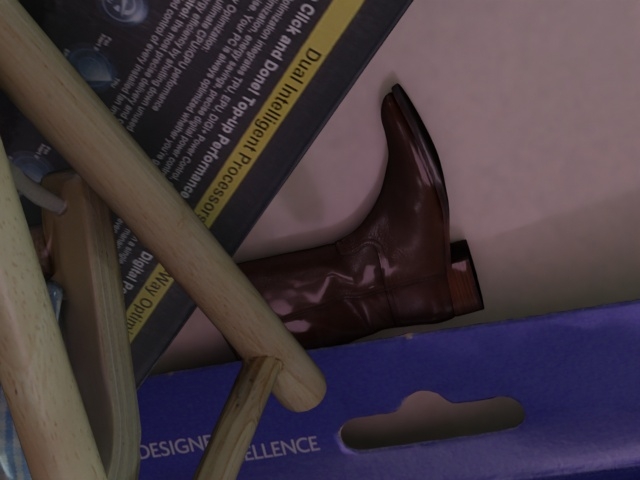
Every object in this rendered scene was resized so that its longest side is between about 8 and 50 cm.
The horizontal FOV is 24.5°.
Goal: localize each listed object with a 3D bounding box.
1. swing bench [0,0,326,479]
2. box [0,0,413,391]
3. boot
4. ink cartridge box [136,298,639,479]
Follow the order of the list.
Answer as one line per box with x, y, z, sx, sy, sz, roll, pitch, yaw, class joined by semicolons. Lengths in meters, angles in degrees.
-0.170;0.017;0.438;0.253;0.165;0.255;-8;125;24;swing bench
-0.115;-0.146;0.465;0.318;0.097;0.395;32;127;-6;box
0.000;0.000;0.611;0.114;0.037;0.106;-16;103;9;boot
0.069;0.188;0.608;0.303;0.072;0.307;-11;111;18;ink cartridge box
